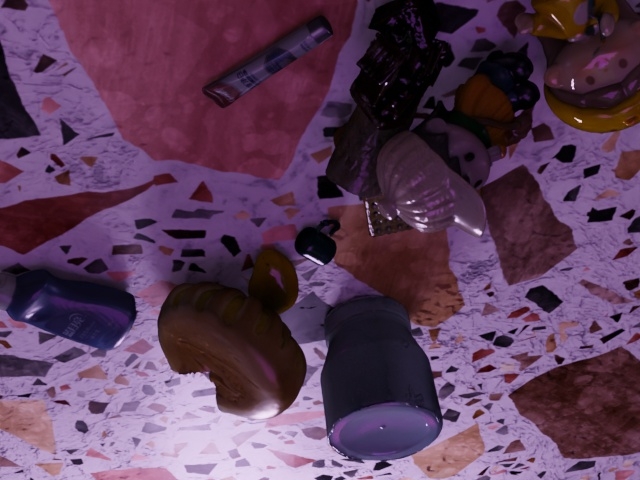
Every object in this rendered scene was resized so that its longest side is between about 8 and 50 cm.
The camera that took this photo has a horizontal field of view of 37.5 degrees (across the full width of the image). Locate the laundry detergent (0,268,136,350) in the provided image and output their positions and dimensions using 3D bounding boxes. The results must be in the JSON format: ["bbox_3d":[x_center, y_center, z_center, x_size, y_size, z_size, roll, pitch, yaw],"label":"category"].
[{"bbox_3d":[-0.522,0.130,1.872,0.290,0.094,0.143,18,136,-27],"label":"laundry detergent"}]

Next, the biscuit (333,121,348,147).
[{"bbox_3d":[0.119,-0.162,1.706,0.205,0.031,0.138,14,134,-21],"label":"biscuit"}]

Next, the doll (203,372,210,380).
[{"bbox_3d":[-0.174,0.264,2.067,0.181,0.106,0.110,-20,172,6],"label":"doll"}]

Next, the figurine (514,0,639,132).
[{"bbox_3d":[0.432,-0.320,1.478,0.215,0.187,0.343,-16,132,22],"label":"figurine"}]

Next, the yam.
[{"bbox_3d":[0.090,-0.176,1.602,0.107,0.107,0.194,15,114,-24],"label":"yam"}]

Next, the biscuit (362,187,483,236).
[{"bbox_3d":[0.201,-0.067,1.826,0.231,0.016,0.139,-12,143,2],"label":"biscuit"}]

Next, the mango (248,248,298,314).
[{"bbox_3d":[-0.096,0.085,1.911,0.103,0.076,0.161,0,129,1],"label":"mango"}]

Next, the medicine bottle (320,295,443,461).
[{"bbox_3d":[0.117,0.286,2.006,0.245,0.290,0.245,-4,139,-4],"label":"medicine bottle"}]

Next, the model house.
[{"bbox_3d":[0.130,-0.287,1.455,0.141,0.203,0.164,26,141,-5],"label":"model house"}]

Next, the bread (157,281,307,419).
[{"bbox_3d":[-0.172,0.208,1.897,0.333,0.160,0.333,22,136,23],"label":"bread"}]

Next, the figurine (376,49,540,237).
[{"bbox_3d":[0.218,-0.160,1.550,0.205,0.332,0.185,7,147,33],"label":"figurine"}]

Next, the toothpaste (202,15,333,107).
[{"bbox_3d":[-0.085,-0.288,1.529,0.239,0.039,0.062,-28,141,23],"label":"toothpaste"}]

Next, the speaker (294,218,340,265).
[{"bbox_3d":[-0.001,-0.004,1.850,0.075,0.060,0.094,31,90,-35],"label":"speaker"}]
